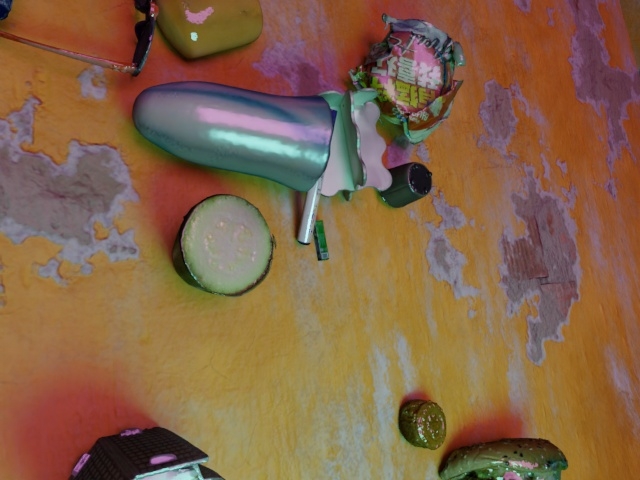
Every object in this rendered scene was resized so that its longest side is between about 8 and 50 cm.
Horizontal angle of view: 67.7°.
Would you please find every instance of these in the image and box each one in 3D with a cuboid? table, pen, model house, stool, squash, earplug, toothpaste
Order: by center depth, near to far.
[{"bbox_3d":[-0.222,0.371,0.626,0.198,0.224,0.215,-26,96,-33],"label":"model house"},{"bbox_3d":[-0.171,0.016,0.805,0.170,0.123,0.170,10,72,-32],"label":"squash"},{"bbox_3d":[-0.160,-0.201,0.845,0.324,0.185,0.185,7,74,-27],"label":"earplug"},{"bbox_3d":[-0.009,-0.122,0.930,0.033,0.033,0.269,4,104,-32],"label":"pen"},{"bbox_3d":[0.000,0.000,0.986,0.020,0.017,0.083,-5,80,-31],"label":"toothpaste"},{"bbox_3d":[0.058,-0.191,0.987,0.167,0.166,0.198,-4,81,-34],"label":"table"},{"bbox_3d":[0.193,-0.129,1.088,0.096,0.110,0.096,8,76,-35],"label":"stool"}]

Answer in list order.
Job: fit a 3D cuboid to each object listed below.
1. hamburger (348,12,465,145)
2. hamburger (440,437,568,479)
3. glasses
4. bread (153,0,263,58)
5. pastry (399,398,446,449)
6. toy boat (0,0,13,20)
[{"bbox_3d":[0.211,-0.391,1.165,0.261,0.150,0.276,30,78,-5],"label":"hamburger"},{"bbox_3d":[0.412,0.520,1.028,0.288,0.192,0.167,8,64,-32],"label":"hamburger"},{"bbox_3d":[-0.401,-0.399,0.767,0.268,0.118,0.234,2,80,-32],"label":"glasses"},{"bbox_3d":[-0.206,-0.440,0.919,0.217,0.098,0.147,-38,103,-33],"label":"bread"},{"bbox_3d":[0.217,0.387,1.006,0.109,0.057,0.097,49,52,-16],"label":"pastry"},{"bbox_3d":[-0.600,-0.410,0.665,0.318,0.072,0.219,35,71,-10],"label":"toy boat"}]
